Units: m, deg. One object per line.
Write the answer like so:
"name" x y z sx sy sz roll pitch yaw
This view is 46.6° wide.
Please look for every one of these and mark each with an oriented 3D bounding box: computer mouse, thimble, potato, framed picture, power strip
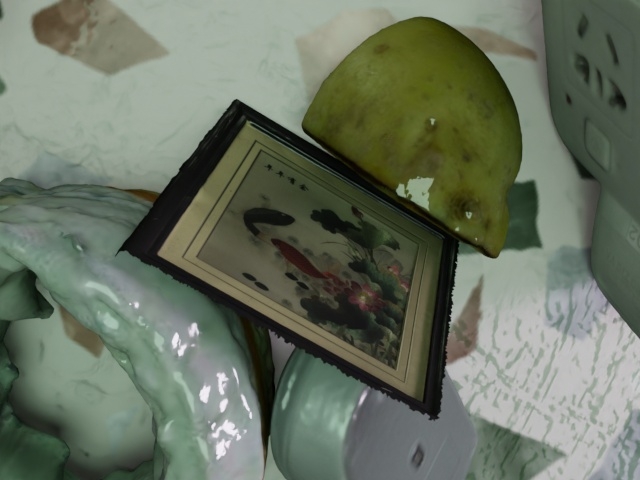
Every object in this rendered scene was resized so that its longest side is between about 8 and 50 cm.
"computer mouse" 0.038 0.133 0.513 0.128 0.079 0.231 -52 134 -25
"thimble" -0.161 0.099 0.473 0.254 0.167 0.288 -17 98 4
"potato" 0.078 -0.079 0.477 0.149 0.081 0.120 38 98 25
"framed picture" 0.000 0.000 0.467 0.195 0.199 0.010 30 125 -7
"power strip" 0.250 -0.053 0.457 0.141 0.229 0.261 -23 134 0
